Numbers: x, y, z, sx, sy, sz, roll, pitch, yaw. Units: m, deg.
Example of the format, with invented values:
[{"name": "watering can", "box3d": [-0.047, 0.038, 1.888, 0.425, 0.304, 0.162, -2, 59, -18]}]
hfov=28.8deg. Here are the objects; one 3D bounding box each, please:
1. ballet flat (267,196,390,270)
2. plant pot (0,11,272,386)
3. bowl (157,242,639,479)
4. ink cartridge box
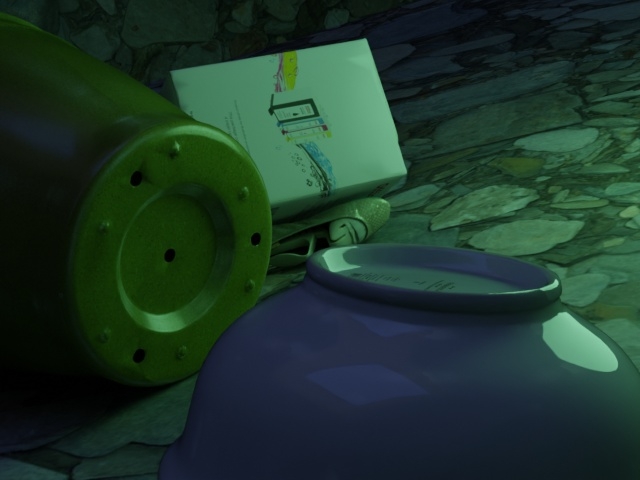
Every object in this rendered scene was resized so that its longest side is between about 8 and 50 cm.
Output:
[{"name": "ballet flat", "box3d": [0.000, 0.000, 1.361, 0.168, 0.057, 0.052, -17, 41, 10]}, {"name": "plant pot", "box3d": [-0.244, -0.023, 1.184, 0.353, 0.366, 0.366, 16, 33, 41]}, {"name": "bowl", "box3d": [0.059, 0.079, 0.701, 0.297, 0.134, 0.298, 4, 9, -1]}, {"name": "ink cartridge box", "box3d": [-0.053, -0.105, 1.395, 0.232, 0.168, 0.171, -12, -10, -19]}]
